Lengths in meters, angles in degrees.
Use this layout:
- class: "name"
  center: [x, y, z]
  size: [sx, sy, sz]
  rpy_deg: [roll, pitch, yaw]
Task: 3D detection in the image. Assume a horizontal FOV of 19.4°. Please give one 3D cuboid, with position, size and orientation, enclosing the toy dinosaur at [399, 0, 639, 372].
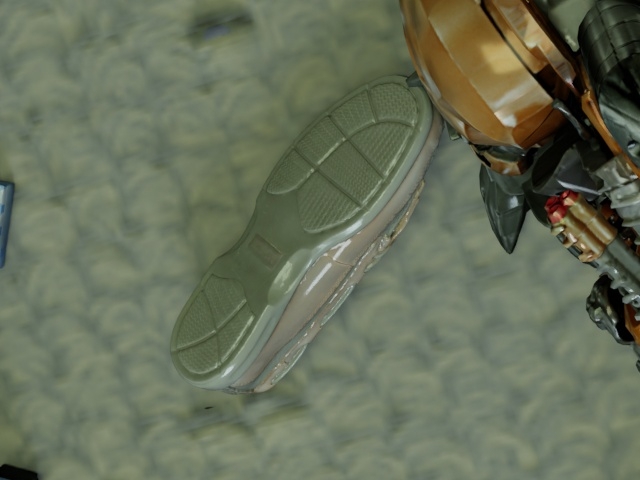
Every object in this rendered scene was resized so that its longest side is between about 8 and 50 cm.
- class: "toy dinosaur"
  center: [0.089, -0.064, 0.490]
  size: [0.164, 0.218, 0.322]
  rpy_deg: [-15, 94, 17]

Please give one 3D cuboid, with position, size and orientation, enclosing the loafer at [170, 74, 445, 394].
- class: "loafer"
  center: [0.000, 0.000, 0.620]
  size: [0.125, 0.039, 0.045]
  rpy_deg: [-51, 51, 12]

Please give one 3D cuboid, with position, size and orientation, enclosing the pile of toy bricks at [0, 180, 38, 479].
- class: "pile of toy bricks"
  center: [-0.166, 0.066, 0.632]
  size: [0.118, 0.105, 0.212]
  rpy_deg: [12, 101, 12]
